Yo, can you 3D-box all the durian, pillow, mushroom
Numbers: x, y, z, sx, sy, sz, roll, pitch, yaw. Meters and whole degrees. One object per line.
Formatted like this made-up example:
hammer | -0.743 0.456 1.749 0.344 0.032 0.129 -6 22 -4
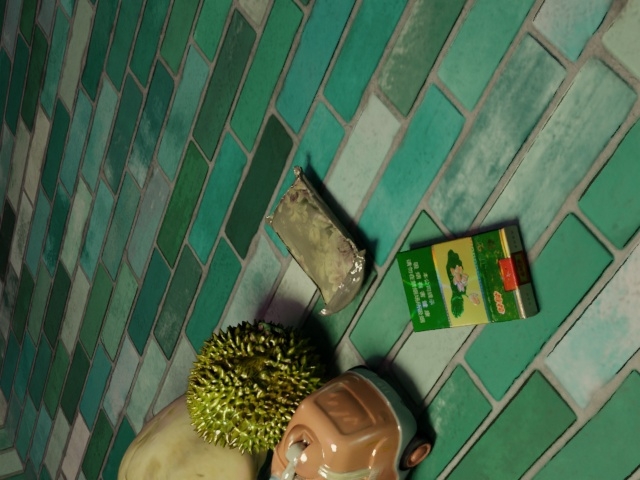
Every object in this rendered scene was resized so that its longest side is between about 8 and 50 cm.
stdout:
durian | -0.108 0.258 1.666 0.291 0.291 0.224 27 108 47
pillow | 0.000 0.000 1.606 0.255 0.059 0.169 55 137 30
mushroom | -0.251 0.476 1.842 0.353 0.325 0.353 2 94 34

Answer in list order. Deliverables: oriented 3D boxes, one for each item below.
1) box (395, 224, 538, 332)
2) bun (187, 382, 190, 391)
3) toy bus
box | 0.210 0.061 1.363 0.235 0.034 0.132 -15 87 53
bun | -0.254 0.339 2.039 0.086 0.055 0.086 38 142 38
toy bus | 0.031 0.360 1.525 0.194 0.232 0.287 44 130 34
